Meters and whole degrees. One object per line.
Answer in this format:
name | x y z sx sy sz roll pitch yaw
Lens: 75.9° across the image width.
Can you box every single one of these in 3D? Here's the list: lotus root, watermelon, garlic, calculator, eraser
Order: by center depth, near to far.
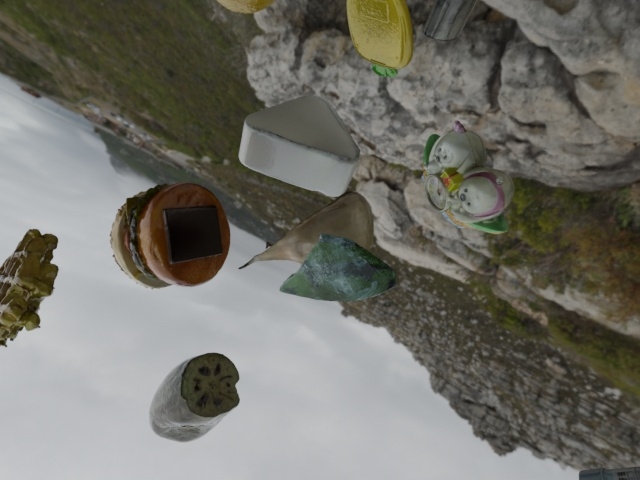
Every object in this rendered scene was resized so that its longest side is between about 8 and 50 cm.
watermelon | 0.035 0.037 0.579 0.155 0.101 0.080 18 -153 9
calculator | 0.116 -0.412 0.809 0.146 0.032 0.235 32 165 26
garlic | 0.006 0.000 0.876 0.196 0.151 0.338 -17 -171 32
eraser | -0.030 -0.265 1.192 0.331 0.331 0.150 27 134 6
lotus root | -0.433 0.534 1.367 0.250 0.346 0.251 26 -143 -22

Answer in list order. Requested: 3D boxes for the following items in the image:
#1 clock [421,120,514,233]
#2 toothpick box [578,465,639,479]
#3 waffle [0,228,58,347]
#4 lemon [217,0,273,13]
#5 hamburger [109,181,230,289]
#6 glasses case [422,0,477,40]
clock | 0.259 -0.108 0.731 0.231 0.103 0.144 62 165 22
toothpick box | 0.500 0.400 0.628 0.153 0.101 0.101 -30 139 32
waffle | -0.500 0.124 0.641 0.069 0.293 0.260 35 -168 -40
lemon | -0.153 -0.572 0.832 0.186 0.187 0.244 27 165 -2
hamburger | -0.391 -0.007 1.063 0.225 0.291 0.291 0 162 33
glasses case | 0.300 -0.545 0.791 0.060 0.114 0.299 49 144 22
